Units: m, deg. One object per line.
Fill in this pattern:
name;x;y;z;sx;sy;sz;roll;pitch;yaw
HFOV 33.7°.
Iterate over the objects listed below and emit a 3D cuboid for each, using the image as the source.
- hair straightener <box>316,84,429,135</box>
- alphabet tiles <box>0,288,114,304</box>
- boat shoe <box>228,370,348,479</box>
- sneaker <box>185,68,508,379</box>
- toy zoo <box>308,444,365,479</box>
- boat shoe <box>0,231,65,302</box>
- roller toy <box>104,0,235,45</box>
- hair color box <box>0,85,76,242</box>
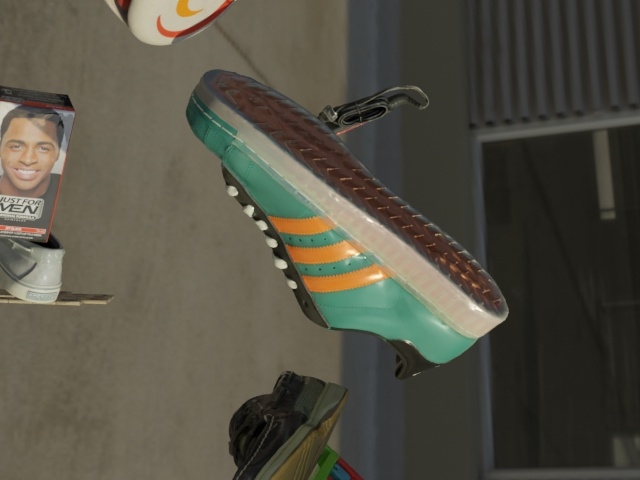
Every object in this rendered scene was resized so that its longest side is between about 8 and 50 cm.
hair straightener;0.022;-0.133;1.246;0.089;0.231;0.047;145;-73;-84
alphabet tiles;-0.491;0.100;1.866;0.198;0.237;0.009;-161;-107;-85
boat shoe;-0.038;0.158;0.830;0.223;0.073;0.080;-36;147;-71
sneaker;0.000;0.000;0.823;0.302;0.121;0.108;41;24;-11
toy zoo;0.055;0.375;1.381;0.293;0.030;0.192;43;13;3
boat shoe;-0.348;-0.015;1.202;0.079;0.227;0.081;6;114;-43
roller toy;-0.190;-0.351;1.295;0.146;0.191;0.209;50;16;11
hair color box;-0.282;-0.070;0.996;0.043;0.072;0.141;53;-48;52
